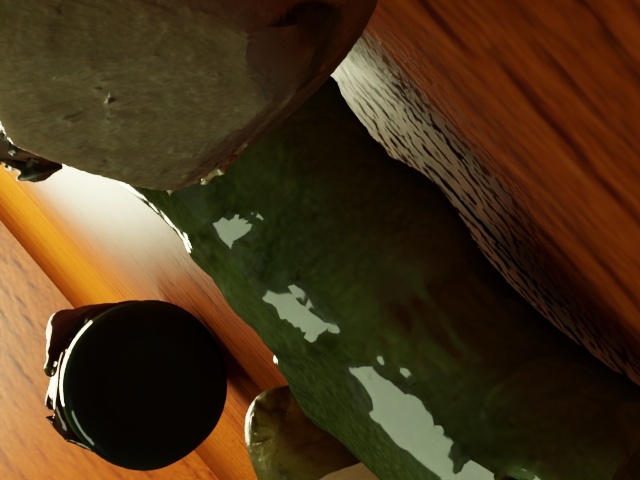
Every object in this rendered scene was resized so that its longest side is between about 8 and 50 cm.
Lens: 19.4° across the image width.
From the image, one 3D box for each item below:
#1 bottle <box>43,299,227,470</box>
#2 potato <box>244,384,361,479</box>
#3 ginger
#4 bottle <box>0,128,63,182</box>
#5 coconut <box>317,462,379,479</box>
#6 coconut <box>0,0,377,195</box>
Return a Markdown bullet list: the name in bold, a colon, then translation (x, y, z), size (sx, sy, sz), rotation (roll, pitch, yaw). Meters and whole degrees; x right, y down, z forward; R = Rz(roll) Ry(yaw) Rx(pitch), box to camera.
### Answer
- **bottle**: translation (-0.165, 0.116, 1.574), size (0.156, 0.143, 0.271), rotation (51, 171, -6)
- **potato**: translation (0.017, 0.166, 1.140), size (0.188, 0.085, 0.105), rotation (50, 169, 25)
- **ginger**: translation (0.002, 0.004, 0.613), size (0.290, 0.089, 0.137), rotation (45, -172, 8)
- **bottle**: translation (-0.178, -0.087, 1.036), size (0.152, 0.099, 0.099), rotation (28, 156, 56)
- **coconut**: translation (0.053, 0.201, 0.755), size (0.241, 0.241, 0.241), rotation (48, 170, 12)
- **coconut**: translation (-0.040, -0.072, 0.429), size (0.122, 0.116, 0.116), rotation (47, 170, 38)
